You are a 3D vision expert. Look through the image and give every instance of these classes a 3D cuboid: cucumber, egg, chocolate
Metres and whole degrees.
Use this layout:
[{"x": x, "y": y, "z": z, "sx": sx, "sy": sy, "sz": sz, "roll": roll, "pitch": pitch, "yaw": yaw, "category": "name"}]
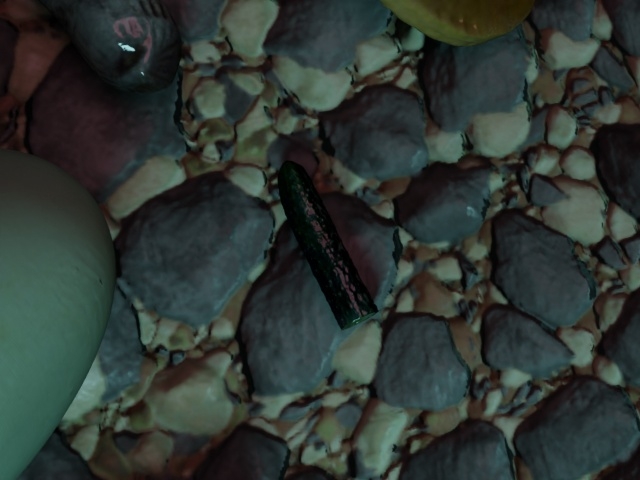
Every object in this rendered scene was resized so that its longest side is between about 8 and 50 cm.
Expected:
[{"x": 0.000, "y": 0.000, "z": 0.937, "sx": 0.032, "sy": 0.032, "sz": 0.133, "roll": -22, "pitch": 80, "yaw": -20, "category": "cucumber"}, {"x": -0.275, "y": 0.081, "z": 0.733, "sx": 0.371, "sy": 0.230, "sz": 0.230, "roll": -39, "pitch": 85, "yaw": -29, "category": "egg"}, {"x": -0.163, "y": -0.174, "z": 0.930, "sx": 0.072, "sy": 0.072, "sz": 0.167, "roll": -40, "pitch": 84, "yaw": -22, "category": "chocolate"}]

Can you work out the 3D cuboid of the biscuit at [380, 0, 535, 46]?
[{"x": 0.131, "y": -0.334, "z": 1.028, "sx": 0.269, "sy": 0.051, "sz": 0.376, "roll": 30, "pitch": 72, "yaw": -29, "category": "biscuit"}]
